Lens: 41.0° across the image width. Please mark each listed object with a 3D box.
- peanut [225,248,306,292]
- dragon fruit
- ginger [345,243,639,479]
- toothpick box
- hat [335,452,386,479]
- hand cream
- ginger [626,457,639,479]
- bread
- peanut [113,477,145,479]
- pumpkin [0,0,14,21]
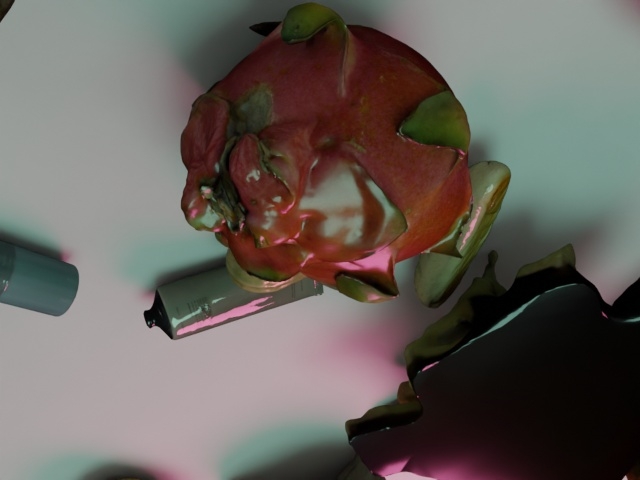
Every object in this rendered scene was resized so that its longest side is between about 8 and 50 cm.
[{"bbox_3d":[0.000,0.000,0.805,0.187,0.082,0.082,-9,137,-17],"label":"peanut"},{"bbox_3d":[0.001,-0.061,0.647,0.227,0.224,0.224,9,130,-39],"label":"dragon fruit"},{"bbox_3d":[0.204,0.156,1.012,0.359,0.211,0.413,21,115,-24],"label":"ginger"},{"bbox_3d":[-0.260,0.033,0.744,0.083,0.052,0.052,24,121,-42],"label":"toothpick box"},{"bbox_3d":[-0.004,0.401,1.190,0.214,0.149,0.244,-17,129,-16],"label":"hat"},{"bbox_3d":[-0.083,0.050,0.849,0.186,0.054,0.087,-17,133,-17],"label":"hand cream"},{"bbox_3d":[0.493,0.138,1.102,0.176,0.254,0.418,35,95,-18],"label":"ginger"},{"bbox_3d":[0.140,-0.008,0.882,0.073,0.053,0.214,-32,153,-35],"label":"bread"},{"bbox_3d":[-0.213,0.408,1.110,0.149,0.149,0.313,-21,137,-2],"label":"peanut"},{"bbox_3d":[-0.284,-0.186,0.379,0.321,0.192,0.320,-4,136,-4],"label":"pumpkin"}]
